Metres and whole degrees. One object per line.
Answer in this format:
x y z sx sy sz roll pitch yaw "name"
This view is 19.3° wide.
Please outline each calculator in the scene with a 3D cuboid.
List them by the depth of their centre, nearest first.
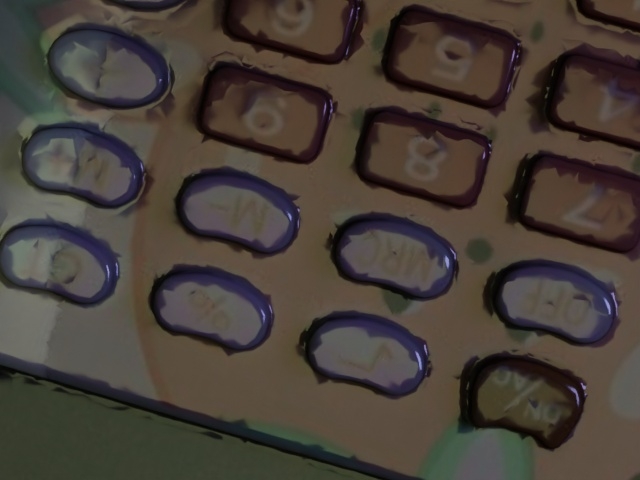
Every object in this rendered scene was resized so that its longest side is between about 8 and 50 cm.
0.000 0.000 0.497 0.220 0.048 0.329 17 99 4 "calculator"
